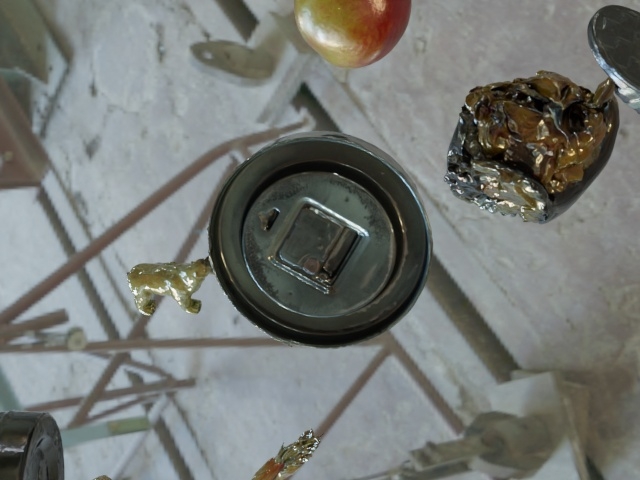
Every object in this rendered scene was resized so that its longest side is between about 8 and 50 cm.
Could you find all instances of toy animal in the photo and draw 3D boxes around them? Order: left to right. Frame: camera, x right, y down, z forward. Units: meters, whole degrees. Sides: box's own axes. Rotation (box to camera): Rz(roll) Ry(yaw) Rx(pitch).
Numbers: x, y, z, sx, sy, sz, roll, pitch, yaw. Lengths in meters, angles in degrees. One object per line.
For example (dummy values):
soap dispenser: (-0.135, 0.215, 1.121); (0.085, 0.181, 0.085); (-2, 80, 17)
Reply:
toy animal: (-0.255, 0.068, 1.763); (0.218, 0.101, 0.103); (-2, 66, 33)

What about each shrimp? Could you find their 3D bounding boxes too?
shrimp: (-0.087, 0.486, 2.182); (0.068, 0.150, 0.249); (48, 115, 10)

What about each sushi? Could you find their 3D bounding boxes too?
sushi: (0.290, -0.136, 1.376); (0.213, 0.200, 0.204); (22, 82, 9)

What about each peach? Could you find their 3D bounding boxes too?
peach: (0.057, -0.372, 1.552); (0.197, 0.197, 0.197); (2, 93, 47)

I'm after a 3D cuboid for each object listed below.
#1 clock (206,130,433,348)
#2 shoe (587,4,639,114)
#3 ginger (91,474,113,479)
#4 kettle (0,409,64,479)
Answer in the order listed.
clock: (0.001, 0.001, 1.390); (0.312, 0.061, 0.313); (3, 111, 7)
shoe: (0.274, -0.112, 0.781); (0.071, 0.179, 0.049); (-67, 9, -29)
ginger: (-0.150, 0.281, 0.961); (0.173, 0.069, 0.051); (29, 128, -2)
kettle: (-0.491, 0.354, 1.204); (0.228, 0.324, 0.321); (-95, 7, -79)
